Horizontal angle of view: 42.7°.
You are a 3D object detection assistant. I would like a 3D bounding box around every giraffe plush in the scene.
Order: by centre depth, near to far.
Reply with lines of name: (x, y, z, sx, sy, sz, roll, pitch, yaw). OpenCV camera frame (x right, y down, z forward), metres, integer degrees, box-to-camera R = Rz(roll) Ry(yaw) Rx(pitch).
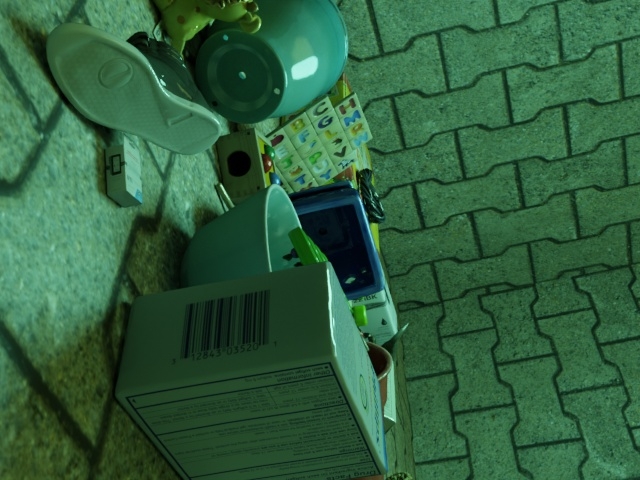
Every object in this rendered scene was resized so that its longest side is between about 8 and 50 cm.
giraffe plush: (-0.192, -0.422, 1.398, 0.181, 0.170, 0.210, 66, 16, -52)

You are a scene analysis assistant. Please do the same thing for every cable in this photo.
cable: (0.135, -0.116, 2.122, 0.184, 0.047, 0.151, 1, 77, -79)

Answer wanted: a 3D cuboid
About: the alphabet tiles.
alphabet tiles: (-0.019, -0.200, 1.841, 0.011, 0.285, 0.342, 57, 1, 22)

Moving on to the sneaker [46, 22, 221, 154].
sneaker: (-0.256, -0.220, 1.056, 0.147, 0.104, 0.295, 57, 15, 29)

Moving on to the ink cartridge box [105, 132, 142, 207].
ink cartridge box: (-0.254, -0.090, 1.056, 0.048, 0.028, 0.083, 56, 24, -66)

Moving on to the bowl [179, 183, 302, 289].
bowl: (-0.111, 0.079, 1.273, 0.311, 0.163, 0.312, -12, 90, -81)

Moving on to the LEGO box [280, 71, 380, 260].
LEGO box: (0.028, -0.185, 2.306, 0.500, 0.193, 0.373, -88, 163, -54)

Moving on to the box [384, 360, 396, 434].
box: (0.087, 0.373, 1.994, 0.148, 0.127, 0.232, 30, 26, -13)

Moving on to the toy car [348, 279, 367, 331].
toy car: (0.043, 0.202, 2.064, 0.188, 0.154, 0.149, 75, 8, -52)

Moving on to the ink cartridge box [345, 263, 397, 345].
ink cartridge box: (0.083, 0.162, 2.187, 0.114, 0.196, 0.273, -90, 164, -50)

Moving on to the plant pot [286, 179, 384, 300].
plant pot: (0.000, 0.000, 1.839, 0.212, 0.235, 0.236, -93, 167, -71)

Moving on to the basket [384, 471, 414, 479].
basket: (0.175, 0.681, 1.871, 0.223, 0.213, 0.299, 57, 6, 10)

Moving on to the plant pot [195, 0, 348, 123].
plant pot: (-0.109, -0.355, 1.591, 0.255, 0.271, 0.272, -58, 137, -56)

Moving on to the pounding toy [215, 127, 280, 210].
pounding toy: (-0.133, -0.105, 1.580, 0.181, 0.094, 0.206, 29, 49, -77)

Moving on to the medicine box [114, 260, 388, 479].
medicine box: (-0.074, 0.191, 1.047, 0.289, 0.263, 0.149, 68, 14, -45)

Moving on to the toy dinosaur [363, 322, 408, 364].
toy dinosaur: (0.120, 0.332, 2.184, 0.160, 0.313, 0.121, 47, -4, -27)

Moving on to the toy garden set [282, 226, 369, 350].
toy garden set: (0.012, 0.102, 1.254, 0.204, 0.049, 0.244, 64, 3, 15)

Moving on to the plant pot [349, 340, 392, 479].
plant pot: (-0.004, 0.333, 1.366, 0.272, 0.272, 0.265, -62, 146, -75)
